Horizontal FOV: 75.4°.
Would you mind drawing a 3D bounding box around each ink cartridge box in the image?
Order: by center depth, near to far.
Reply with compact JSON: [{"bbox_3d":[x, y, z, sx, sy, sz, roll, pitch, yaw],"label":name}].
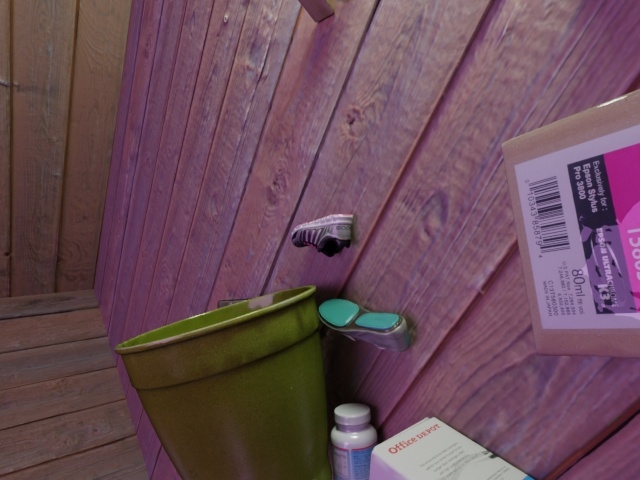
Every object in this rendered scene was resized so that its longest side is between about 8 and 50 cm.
[{"bbox_3d":[0.296,-0.011,0.389,0.193,0.088,0.234,-18,75,52],"label":"ink cartridge box"},{"bbox_3d":[0.187,0.348,0.562,0.203,0.148,0.085,17,106,50],"label":"ink cartridge box"}]

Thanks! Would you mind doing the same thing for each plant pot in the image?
[{"bbox_3d":[-0.135,0.303,0.764,0.367,0.367,0.352,-19,87,49],"label":"plant pot"}]

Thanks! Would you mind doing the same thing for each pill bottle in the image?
[{"bbox_3d":[0.064,0.390,0.760,0.087,0.087,0.160,-6,87,50],"label":"pill bottle"}]

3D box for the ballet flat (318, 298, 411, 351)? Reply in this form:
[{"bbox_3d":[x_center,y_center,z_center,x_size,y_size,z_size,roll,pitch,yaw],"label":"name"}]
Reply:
[{"bbox_3d":[0.074,0.159,0.756,0.213,0.072,0.068,3,125,53],"label":"ballet flat"}]

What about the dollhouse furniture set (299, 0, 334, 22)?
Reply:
[{"bbox_3d":[0.030,-0.545,0.799,0.144,0.123,0.151,5,61,50],"label":"dollhouse furniture set"}]

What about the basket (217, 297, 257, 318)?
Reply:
[{"bbox_3d":[-0.182,0.257,1.008,0.204,0.154,0.226,-9,82,50],"label":"basket"}]

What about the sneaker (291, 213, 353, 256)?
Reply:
[{"bbox_3d":[0.000,0.000,0.834,0.170,0.063,0.074,-18,72,45],"label":"sneaker"}]
